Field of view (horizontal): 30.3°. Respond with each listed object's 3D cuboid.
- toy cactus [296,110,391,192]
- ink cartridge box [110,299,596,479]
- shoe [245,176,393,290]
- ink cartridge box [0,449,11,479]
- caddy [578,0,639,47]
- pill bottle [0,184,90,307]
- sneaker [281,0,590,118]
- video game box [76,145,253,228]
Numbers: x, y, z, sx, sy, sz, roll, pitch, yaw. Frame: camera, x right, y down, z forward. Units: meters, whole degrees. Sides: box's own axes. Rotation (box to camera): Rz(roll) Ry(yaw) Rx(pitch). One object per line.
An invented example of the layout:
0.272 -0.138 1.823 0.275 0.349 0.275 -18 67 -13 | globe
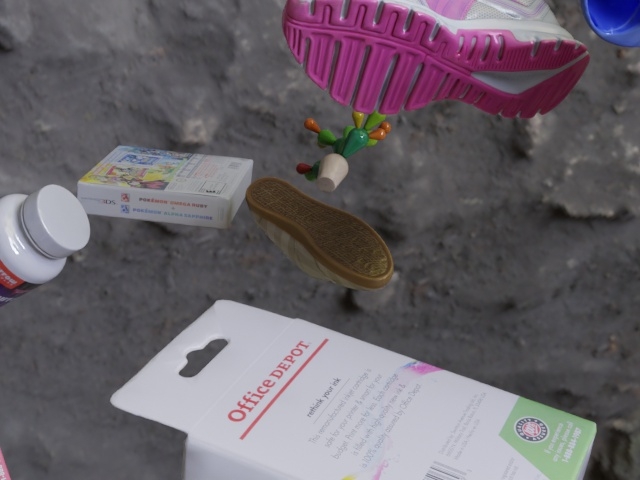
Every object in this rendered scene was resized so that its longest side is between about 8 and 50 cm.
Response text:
0.029 -0.155 2.032 0.219 0.180 0.112 -28 114 34 | toy cactus
0.022 0.186 0.970 0.207 0.353 0.119 -43 147 -55 | ink cartridge box
0.000 0.000 1.341 0.076 0.219 0.058 -32 140 -28 | shoe
-0.273 0.218 0.681 0.217 0.158 0.092 -16 134 -20 | ink cartridge box
0.469 -0.421 1.583 0.241 0.179 0.341 3 132 -23 | caddy
-0.357 0.012 1.340 0.193 0.108 0.108 -27 151 27 | pill bottle
0.081 -0.166 0.926 0.252 0.111 0.103 5 137 -27 | sneaker
-0.191 -0.070 1.498 0.187 0.205 0.048 9 107 3 | video game box
